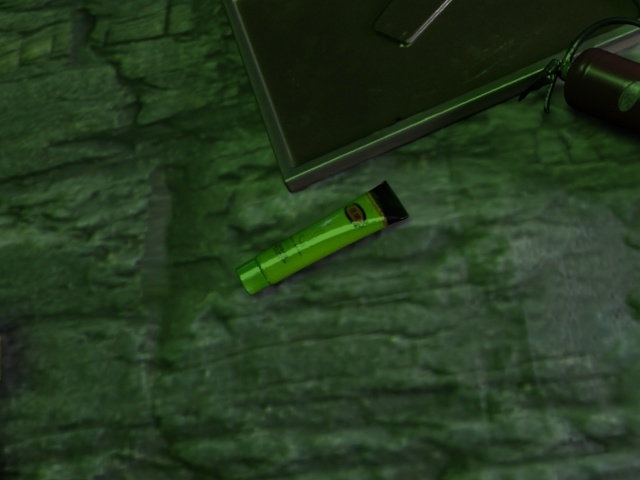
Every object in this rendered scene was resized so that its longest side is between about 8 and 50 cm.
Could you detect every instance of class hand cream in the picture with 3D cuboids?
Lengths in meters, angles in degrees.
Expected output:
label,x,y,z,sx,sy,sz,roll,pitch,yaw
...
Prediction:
label,x,y,z,sx,sy,sz,roll,pitch,yaw
hand cream,0.000,0.000,0.682,0.122,0.023,0.036,-28,53,-2

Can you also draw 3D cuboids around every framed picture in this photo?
label,x,y,z,sx,sy,sz,roll,pitch,yaw
framed picture,0.078,-0.175,0.754,0.289,0.016,0.213,-24,57,5

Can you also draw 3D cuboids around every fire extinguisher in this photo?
label,x,y,z,sx,sy,sz,roll,pitch,yaw
fire extinguisher,0.213,-0.098,0.645,0.157,0.045,0.078,29,98,31
